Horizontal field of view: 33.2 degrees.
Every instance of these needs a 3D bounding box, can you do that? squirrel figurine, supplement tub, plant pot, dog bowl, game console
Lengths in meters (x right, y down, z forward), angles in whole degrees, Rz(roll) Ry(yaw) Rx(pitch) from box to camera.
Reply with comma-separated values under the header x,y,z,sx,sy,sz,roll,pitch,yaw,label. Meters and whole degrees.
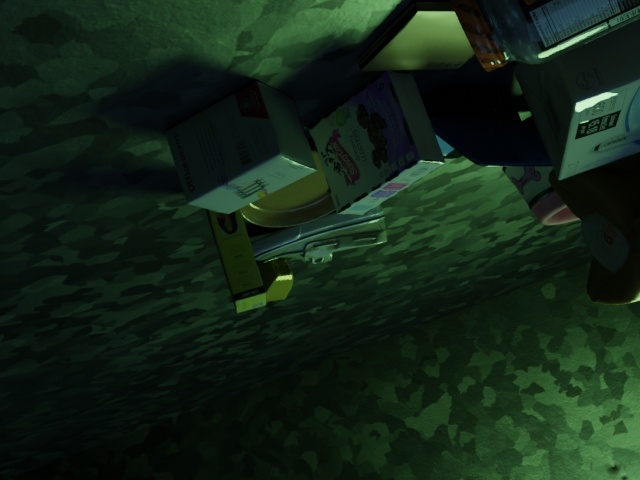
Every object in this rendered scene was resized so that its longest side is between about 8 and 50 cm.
x,y,z,sx,sy,sz,roll,pitch,yaw,label
0.678,-0.082,1.936,0.370,0.281,0.397,-27,-171,-19,squirrel figurine
0.323,-0.348,1.351,0.316,0.194,0.193,-23,163,17,supplement tub
-0.039,-0.103,1.957,0.236,0.032,0.236,-14,151,-8,plant pot
-0.109,0.083,2.472,0.081,0.082,0.083,-5,147,-39,plant pot
0.605,-0.160,2.287,0.407,0.150,0.408,-19,169,-4,dog bowl
0.264,-0.153,1.949,0.293,0.173,0.250,-3,157,-42,game console

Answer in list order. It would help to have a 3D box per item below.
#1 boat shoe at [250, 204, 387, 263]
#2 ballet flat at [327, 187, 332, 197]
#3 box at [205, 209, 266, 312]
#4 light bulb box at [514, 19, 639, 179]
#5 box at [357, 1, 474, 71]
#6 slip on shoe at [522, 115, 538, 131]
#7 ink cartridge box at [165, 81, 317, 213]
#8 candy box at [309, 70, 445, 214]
x,y,z,sx,sy,sz,roll,pitch,yaw,label
0.000,0.000,2.252,0.302,0.094,0.109,-17,180,-9,boat shoe
0.080,-0.154,1.859,0.073,0.080,0.232,22,117,-9,ballet flat
-0.154,0.004,1.883,0.058,0.232,0.087,-16,163,-8,box
0.508,-0.300,1.653,0.361,0.225,0.358,-19,163,4,light bulb box
0.178,-0.308,1.622,0.201,0.021,0.164,-7,160,-34,box
0.527,-0.256,2.045,0.331,0.123,0.101,-20,142,3,slip on shoe
-0.122,-0.137,1.649,0.176,0.128,0.127,-24,163,21,ink cartridge box
0.089,-0.156,1.758,0.070,0.165,0.196,-1,155,-46,candy box
